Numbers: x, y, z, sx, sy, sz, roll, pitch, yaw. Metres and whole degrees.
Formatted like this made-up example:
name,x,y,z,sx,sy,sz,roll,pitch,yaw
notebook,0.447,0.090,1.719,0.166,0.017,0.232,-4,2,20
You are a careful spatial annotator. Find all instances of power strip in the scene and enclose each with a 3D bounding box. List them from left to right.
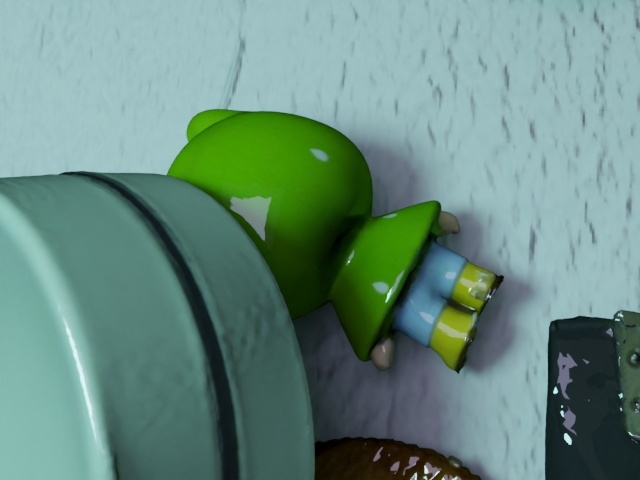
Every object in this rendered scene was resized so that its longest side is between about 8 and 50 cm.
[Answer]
name,x,y,z,sx,sy,sz,roll,pitch,yaw
power strip,-0.162,0.133,0.719,0.357,0.161,0.358,5,97,46

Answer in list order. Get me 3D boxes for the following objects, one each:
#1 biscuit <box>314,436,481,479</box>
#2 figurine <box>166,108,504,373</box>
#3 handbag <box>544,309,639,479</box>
name,x,y,z,sx,sy,sz,roll,pitch,yaw
biscuit,0.028,0.288,0.752,0.305,0.038,0.305,-6,73,19
figurine,0.000,0.000,0.794,0.263,0.143,0.162,26,81,12
handbag,0.281,0.161,0.622,0.342,0.152,0.288,-13,78,10
